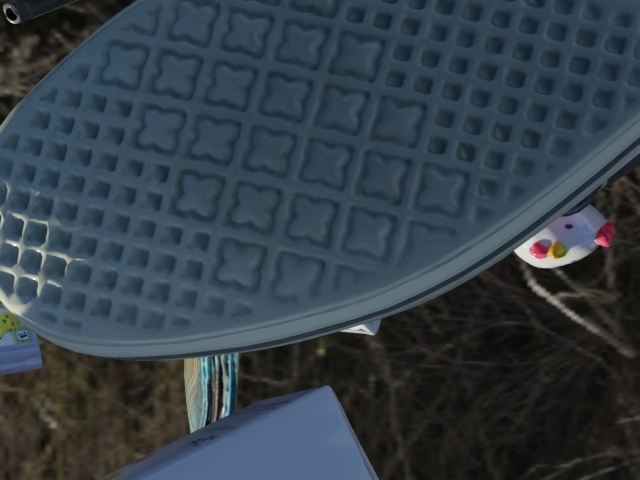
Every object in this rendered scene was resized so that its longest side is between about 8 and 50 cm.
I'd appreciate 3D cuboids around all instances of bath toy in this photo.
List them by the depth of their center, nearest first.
[{"bbox_3d":[0.223,-0.108,1.729,0.129,0.151,0.348,20,140,44],"label":"bath toy"}]

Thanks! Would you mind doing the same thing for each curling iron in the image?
[{"bbox_3d":[-0.174,-0.231,1.333,0.068,0.274,0.035,44,131,-5],"label":"curling iron"}]

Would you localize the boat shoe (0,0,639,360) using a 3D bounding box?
[{"bbox_3d":[0.075,-0.081,0.800,0.500,0.156,0.187,-27,79,-6],"label":"boat shoe"}]

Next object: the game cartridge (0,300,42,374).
[{"bbox_3d":[-0.270,0.072,1.398,0.017,0.056,0.083,-45,58,61],"label":"game cartridge"}]

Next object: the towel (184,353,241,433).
[{"bbox_3d":[-0.117,0.058,1.608,0.370,0.040,0.271,-100,14,-47],"label":"towel"}]

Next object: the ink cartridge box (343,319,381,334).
[{"bbox_3d":[-0.082,0.009,1.231,0.208,0.206,0.045,4,68,26],"label":"ink cartridge box"}]

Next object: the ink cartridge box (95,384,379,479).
[{"bbox_3d":[-0.048,0.089,0.455,0.122,0.088,0.052,-24,89,-17],"label":"ink cartridge box"}]
